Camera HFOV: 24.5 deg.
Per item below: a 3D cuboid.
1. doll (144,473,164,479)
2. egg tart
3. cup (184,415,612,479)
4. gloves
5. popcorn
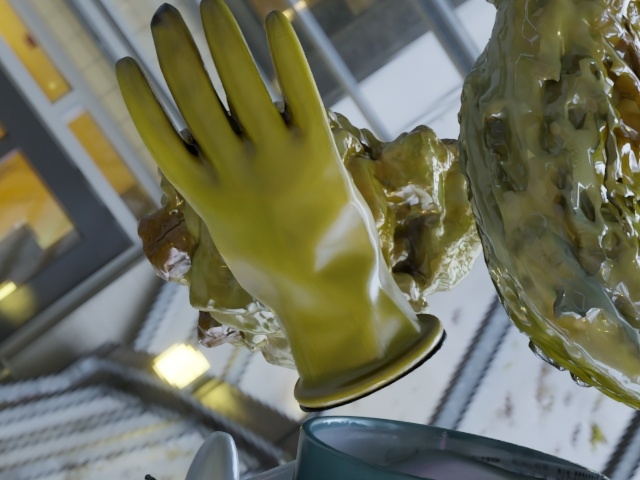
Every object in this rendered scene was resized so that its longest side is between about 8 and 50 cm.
[{"bbox_3d":[-0.104,0.268,1.182,0.057,0.165,0.139,-22,-154,-11],"label":"doll"},{"bbox_3d":[0.139,-0.010,0.501,0.252,0.232,0.098,-15,167,-36],"label":"egg tart"},{"bbox_3d":[0.052,0.188,0.728,0.300,0.173,0.167,12,-178,26],"label":"cup"},{"bbox_3d":[-0.030,-0.036,1.016,0.133,0.294,0.116,-26,-170,14],"label":"gloves"},{"bbox_3d":[0.000,0.000,1.367,0.332,0.265,0.225,-8,-148,-6],"label":"popcorn"}]
